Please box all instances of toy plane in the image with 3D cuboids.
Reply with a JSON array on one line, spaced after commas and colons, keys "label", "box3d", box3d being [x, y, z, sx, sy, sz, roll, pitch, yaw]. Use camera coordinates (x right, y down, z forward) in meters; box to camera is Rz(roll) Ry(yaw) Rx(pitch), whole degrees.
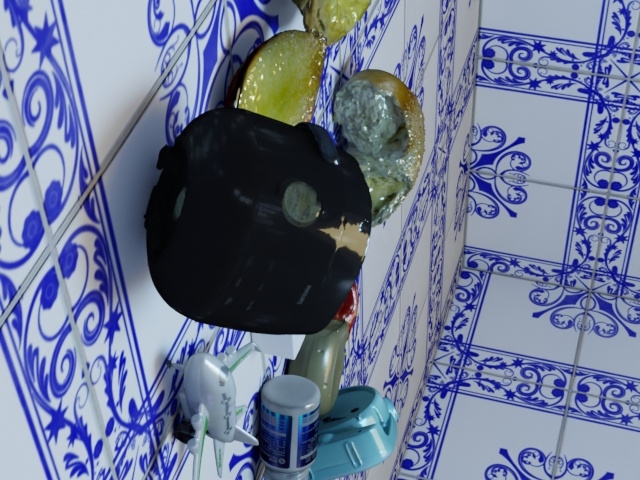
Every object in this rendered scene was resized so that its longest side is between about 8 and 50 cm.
[{"label": "toy plane", "box3d": [-0.155, 0.226, 1.652, 0.255, 0.101, 0.251, 75, 29, -53]}]

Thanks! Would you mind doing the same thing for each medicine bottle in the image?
[{"label": "medicine bottle", "box3d": [-0.057, 0.344, 2.120, 0.107, 0.107, 0.191, -56, 154, -58]}]

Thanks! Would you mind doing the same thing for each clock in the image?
[{"label": "clock", "box3d": [0.040, 0.371, 2.343, 0.274, 0.224, 0.094, -65, 134, -68]}]

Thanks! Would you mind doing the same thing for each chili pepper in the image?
[{"label": "chili pepper", "box3d": [0.045, 0.166, 2.501, 0.050, 0.059, 0.191, 8, 95, -68]}]

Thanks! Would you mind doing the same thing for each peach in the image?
[{"label": "peach", "box3d": [-0.077, -0.202, 1.672, 0.279, 0.068, 0.189, -56, 147, -36]}]

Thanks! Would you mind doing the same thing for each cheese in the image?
[{"label": "cheese", "box3d": [-0.008, 0.252, 2.287, 0.175, 0.091, 0.202, -39, 140, -70]}]

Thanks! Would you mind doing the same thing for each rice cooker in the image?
[{"label": "rice cooker", "box3d": [-0.082, -0.023, 1.401, 0.267, 0.225, 0.267, -166, -90, -69]}]

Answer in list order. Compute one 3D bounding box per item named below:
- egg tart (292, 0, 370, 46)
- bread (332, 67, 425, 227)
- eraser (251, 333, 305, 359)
[{"label": "egg tart", "box3d": [0.032, -0.441, 1.769, 0.315, 0.120, 0.315, -57, 168, -19]}, {"label": "bread", "box3d": [0.120, -0.188, 2.301, 0.192, 0.171, 0.314, -49, 148, -57]}, {"label": "eraser", "box3d": [-0.071, 0.060, 1.905, 0.076, 0.078, 0.298, -66, 161, -44]}]
